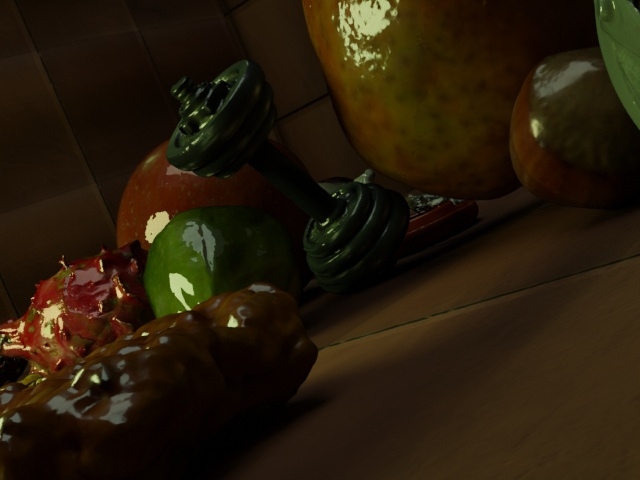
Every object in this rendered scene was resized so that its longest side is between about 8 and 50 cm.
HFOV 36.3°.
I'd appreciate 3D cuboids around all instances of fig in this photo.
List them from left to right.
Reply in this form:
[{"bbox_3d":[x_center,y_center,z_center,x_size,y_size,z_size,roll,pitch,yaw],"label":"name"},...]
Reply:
[{"bbox_3d":[-0.121,0.074,1.182,0.206,0.206,0.275,-23,26,9],"label":"fig"}]

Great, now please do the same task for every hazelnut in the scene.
[{"bbox_3d":[0.311,-0.118,1.079,0.214,0.176,0.214,1,-26,1],"label":"hazelnut"}]

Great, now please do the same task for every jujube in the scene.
[{"bbox_3d":[-0.525,0.198,1.490,0.166,0.104,0.104,-31,6,-35],"label":"jujube"}]

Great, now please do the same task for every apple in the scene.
[{"bbox_3d":[-0.161,-0.015,1.564,0.348,0.348,0.277,-22,46,30],"label":"apple"}]

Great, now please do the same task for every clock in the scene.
[{"bbox_3d":[0.162,-0.020,1.608,0.205,0.051,0.205,-25,3,1],"label":"clock"}]

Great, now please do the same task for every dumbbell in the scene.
[{"bbox_3d":[-0.040,-0.083,1.337,0.179,0.406,0.179,-40,25,24],"label":"dumbbell"}]

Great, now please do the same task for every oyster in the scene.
[{"bbox_3d":[0.254,-0.084,2.094,0.165,0.053,0.108,-15,16,20],"label":"oyster"}]

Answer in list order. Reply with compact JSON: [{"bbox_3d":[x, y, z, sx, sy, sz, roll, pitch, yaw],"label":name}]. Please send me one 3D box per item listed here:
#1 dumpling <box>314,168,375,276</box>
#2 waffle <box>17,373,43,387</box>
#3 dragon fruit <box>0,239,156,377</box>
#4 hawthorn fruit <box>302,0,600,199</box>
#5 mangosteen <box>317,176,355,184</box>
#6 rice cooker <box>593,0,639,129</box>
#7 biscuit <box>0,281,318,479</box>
[{"bbox_3d":[0.000,0.000,1.934,0.318,0.187,0.243,-31,41,9],"label":"dumpling"},{"bbox_3d":[-0.421,0.231,1.544,0.329,0.062,0.329,-24,4,2],"label":"waffle"},{"bbox_3d":[-0.313,0.122,1.350,0.268,0.210,0.205,-14,41,2],"label":"dragon fruit"},{"bbox_3d":[0.186,-0.281,1.312,0.471,0.472,0.472,-24,3,1],"label":"hawthorn fruit"},{"bbox_3d":[0.043,-0.048,2.132,0.199,0.200,0.200,-24,3,1],"label":"mangosteen"},{"bbox_3d":[0.398,-0.198,0.825,0.277,0.288,0.288,-26,3,-18],"label":"rice cooker"},{"bbox_3d":[-0.178,0.143,0.738,0.318,0.111,0.312,-22,1,31],"label":"biscuit"}]
